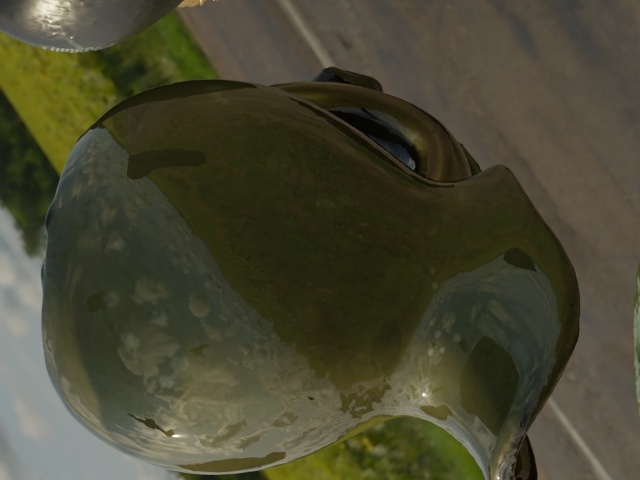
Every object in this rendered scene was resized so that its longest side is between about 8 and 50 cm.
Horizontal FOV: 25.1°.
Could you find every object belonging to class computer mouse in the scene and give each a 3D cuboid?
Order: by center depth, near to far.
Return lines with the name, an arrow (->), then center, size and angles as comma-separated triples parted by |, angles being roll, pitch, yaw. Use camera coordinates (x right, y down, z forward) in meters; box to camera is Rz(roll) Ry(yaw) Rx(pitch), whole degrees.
computer mouse -> -0.164, -0.231, 1.103 | 0.170, 0.269, 0.100 | 8, -132, -44

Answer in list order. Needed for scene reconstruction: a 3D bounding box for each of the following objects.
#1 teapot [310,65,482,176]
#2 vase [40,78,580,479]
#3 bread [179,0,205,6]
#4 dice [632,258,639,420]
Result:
teapot -> 0.048, -0.025, 1.319 | 0.269, 0.183, 0.173 | 58, -147, 3
vase -> 0.000, 0.000, 0.911 | 0.329, 0.302, 0.240 | -80, -5, -49
bread -> -0.108, -0.320, 1.305 | 0.160, 0.260, 0.147 | 25, -164, -44
dice -> 0.365, 0.090, 0.996 | 0.254, 0.252, 0.249 | 89, 178, -64
